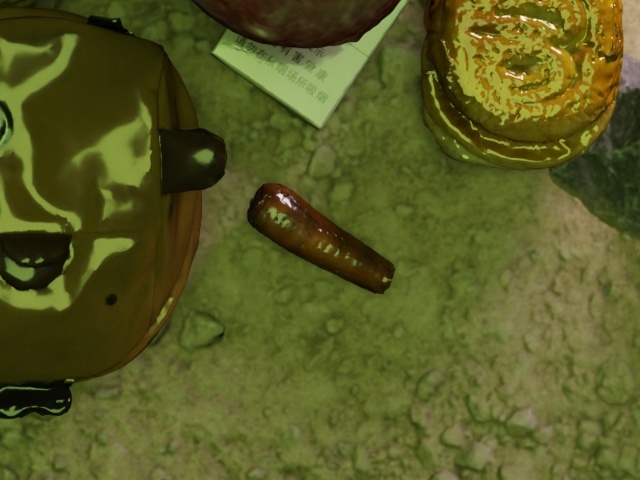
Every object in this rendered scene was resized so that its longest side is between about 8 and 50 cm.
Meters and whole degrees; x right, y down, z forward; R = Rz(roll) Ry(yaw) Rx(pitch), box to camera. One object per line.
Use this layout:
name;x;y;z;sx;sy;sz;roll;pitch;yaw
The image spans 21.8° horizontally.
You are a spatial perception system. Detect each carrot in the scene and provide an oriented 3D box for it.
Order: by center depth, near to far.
carrot;0.000;0.000;1.657;0.161;0.055;0.055;33;90;-10

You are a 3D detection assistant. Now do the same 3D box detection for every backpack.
backpack;-0.267;-0.031;1.566;0.353;0.201;0.378;-3;99;-7

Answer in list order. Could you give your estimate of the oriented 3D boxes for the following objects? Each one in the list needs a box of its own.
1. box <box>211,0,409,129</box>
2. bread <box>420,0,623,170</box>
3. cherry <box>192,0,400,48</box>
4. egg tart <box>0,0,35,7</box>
box;0.014;-0.247;1.655;0.139;0.035;0.245;36;91;-3
bread;0.197;-0.186;1.622;0.198;0.120;0.236;3;92;-5
cherry;-0.020;-0.350;1.481;0.326;0.291;0.335;-40;104;1
egg tart;-0.324;-0.358;1.577;0.290;0.115;0.290;3;105;13
